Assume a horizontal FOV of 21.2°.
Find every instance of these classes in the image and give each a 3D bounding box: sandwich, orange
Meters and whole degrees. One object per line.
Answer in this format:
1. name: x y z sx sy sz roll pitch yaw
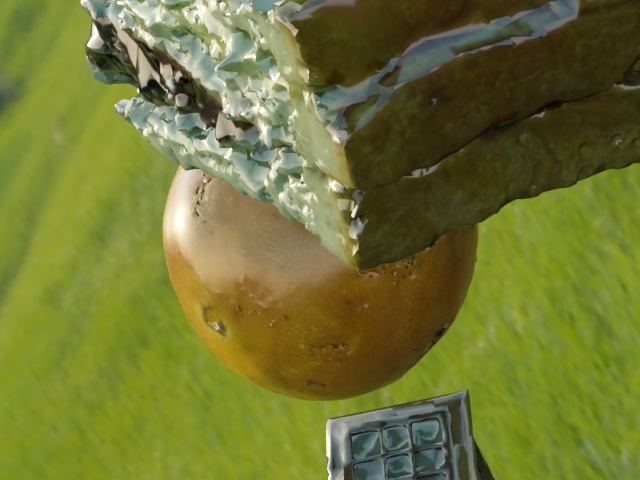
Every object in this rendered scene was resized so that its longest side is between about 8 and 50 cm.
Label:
1. sandwich: 0.029 -0.122 0.810 0.262 0.131 0.325 -23 31 -24
2. orange: 0.000 0.000 1.267 0.240 0.240 0.240 -28 25 14

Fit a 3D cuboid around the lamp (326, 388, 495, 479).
1. lamp: 0.091 0.216 1.081 0.089 0.325 0.090 -12 51 12
